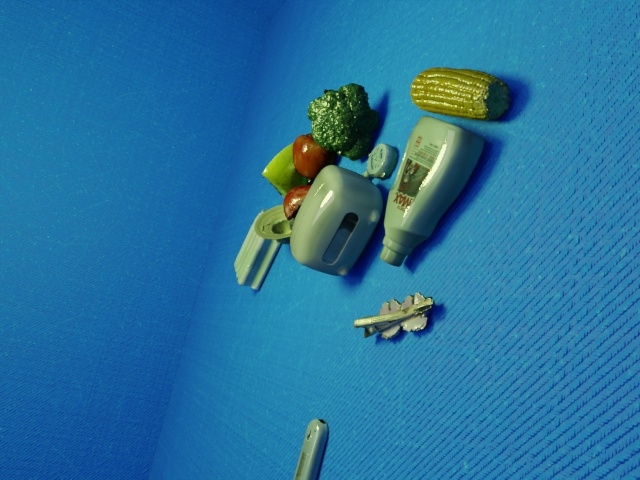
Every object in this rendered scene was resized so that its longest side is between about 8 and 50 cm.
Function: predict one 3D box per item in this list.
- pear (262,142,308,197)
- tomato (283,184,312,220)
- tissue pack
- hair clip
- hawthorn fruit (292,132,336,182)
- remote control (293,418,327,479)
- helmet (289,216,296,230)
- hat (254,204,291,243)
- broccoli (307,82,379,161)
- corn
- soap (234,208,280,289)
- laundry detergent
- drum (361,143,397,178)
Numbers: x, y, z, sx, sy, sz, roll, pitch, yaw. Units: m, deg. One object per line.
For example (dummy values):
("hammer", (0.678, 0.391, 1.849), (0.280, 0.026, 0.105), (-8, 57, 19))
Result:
("pear", (-0.104, -0.302, 2.225), (0.239, 0.139, 0.288), (-60, -18, -6))
("tomato", (-0.085, -0.172, 2.061), (0.189, 0.099, 0.173), (-44, -6, 19))
("tissue pack", (0.049, -0.052, 1.634), (0.333, 0.229, 0.236), (-62, 24, 22))
("hair clip", (0.199, 0.199, 1.345), (0.292, 0.084, 0.106), (-30, 42, 49))
("hawthorn fruit", (-0.031, -0.331, 2.070), (0.185, 0.185, 0.202), (-122, 40, -59))
("remote control", (-0.035, 0.662, 1.546), (0.087, 0.047, 0.244), (-6, 67, 67))
("helmet", (-0.034, -0.085, 1.977), (0.177, 0.107, 0.153), (-46, -2, 4))
("hat", (-0.146, -0.045, 2.168), (0.252, 0.251, 0.110), (-109, 3, -53))
("broccoli", (0.094, -0.420, 1.860), (0.254, 0.269, 0.269), (-12, 52, 13))
("corn", (0.358, -0.390, 1.347), (0.131, 0.131, 0.344), (-67, 27, 10))
("soap", (-0.288, 0.034, 2.423), (0.347, 0.115, 0.208), (-63, 27, 19))
("laundry detergent", (0.263, -0.124, 1.376), (0.398, 0.124, 0.264), (-67, 26, 15))
("drum", (0.169, -0.249, 1.737), (0.253, 0.049, 0.130), (-20, 56, 60))
